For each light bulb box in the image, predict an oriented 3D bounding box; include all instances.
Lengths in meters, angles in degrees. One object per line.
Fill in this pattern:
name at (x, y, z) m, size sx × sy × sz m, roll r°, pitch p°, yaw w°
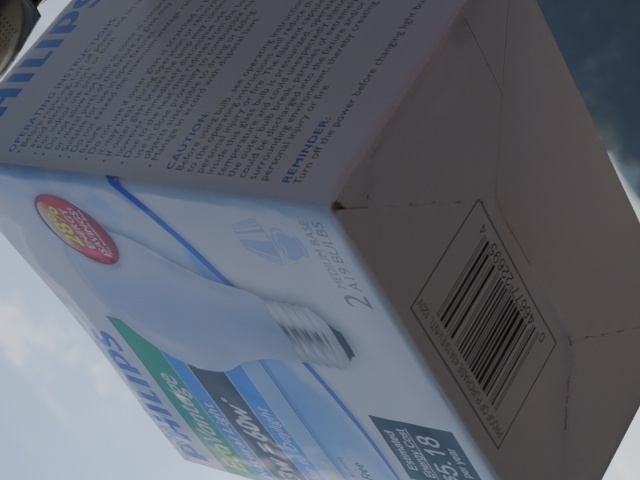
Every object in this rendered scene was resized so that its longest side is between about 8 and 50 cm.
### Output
light bulb box at (0.000, 0.000, 1.021) m, size 0.361 × 0.225 × 0.358 m, roll 7°, pitch 142°, yaw 42°

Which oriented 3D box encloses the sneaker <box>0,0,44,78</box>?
sneaker at (-0.161, -0.130, 0.735) m, size 0.078 × 0.234 × 0.106 m, roll 42°, pitch -153°, yaw -41°
